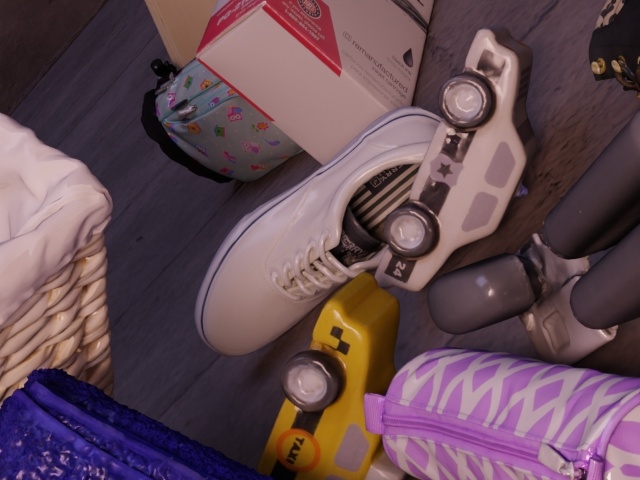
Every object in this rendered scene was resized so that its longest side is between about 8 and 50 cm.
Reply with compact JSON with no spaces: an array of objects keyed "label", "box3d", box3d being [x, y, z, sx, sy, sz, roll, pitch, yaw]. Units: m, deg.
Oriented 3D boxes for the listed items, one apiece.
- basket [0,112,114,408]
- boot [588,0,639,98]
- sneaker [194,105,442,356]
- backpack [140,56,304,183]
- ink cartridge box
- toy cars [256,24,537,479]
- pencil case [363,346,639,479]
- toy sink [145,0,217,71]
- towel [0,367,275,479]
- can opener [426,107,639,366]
[{"label":"basket","box3d":[-0.332,0.072,0.723,0.331,0.328,0.266,-44,-28,-34]},{"label":"boot","box3d":[0.213,-0.085,0.748,0.236,0.085,0.178,-64,15,-5]},{"label":"sneaker","box3d":[0.000,0.000,0.977,0.258,0.094,0.091,-46,20,12]},{"label":"backpack","box3d":[-0.072,-0.131,1.256,0.182,0.152,0.115,-26,51,39]},{"label":"ink cartridge box","box3d":[0.005,-0.209,1.162,0.100,0.172,0.237,-31,31,38]},{"label":"toy cars","box3d":[0.062,0.039,0.816,0.394,0.087,0.176,-60,-11,-22]},{"label":"pencil case","box3d":[0.109,0.103,0.647,0.206,0.088,0.086,0,96,64]},{"label":"toy sink","box3d":[-0.080,-0.232,1.365,0.131,0.234,0.153,-8,40,17]},{"label":"towel","box3d":[-0.068,0.210,0.598,0.228,0.308,0.076,-60,-18,-19]},{"label":"can opener","box3d":[0.127,0.013,0.625,0.093,0.074,0.280,-18,-13,-15]}]
